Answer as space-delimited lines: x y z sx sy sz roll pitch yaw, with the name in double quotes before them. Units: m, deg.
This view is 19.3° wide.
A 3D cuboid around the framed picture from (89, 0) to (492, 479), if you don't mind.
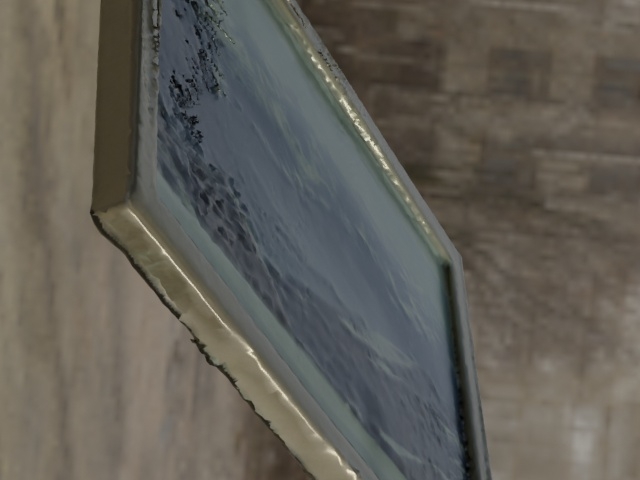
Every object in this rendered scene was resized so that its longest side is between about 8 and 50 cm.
"framed picture" 0.000 0.000 0.769 0.247 0.022 0.335 -94 157 -43
